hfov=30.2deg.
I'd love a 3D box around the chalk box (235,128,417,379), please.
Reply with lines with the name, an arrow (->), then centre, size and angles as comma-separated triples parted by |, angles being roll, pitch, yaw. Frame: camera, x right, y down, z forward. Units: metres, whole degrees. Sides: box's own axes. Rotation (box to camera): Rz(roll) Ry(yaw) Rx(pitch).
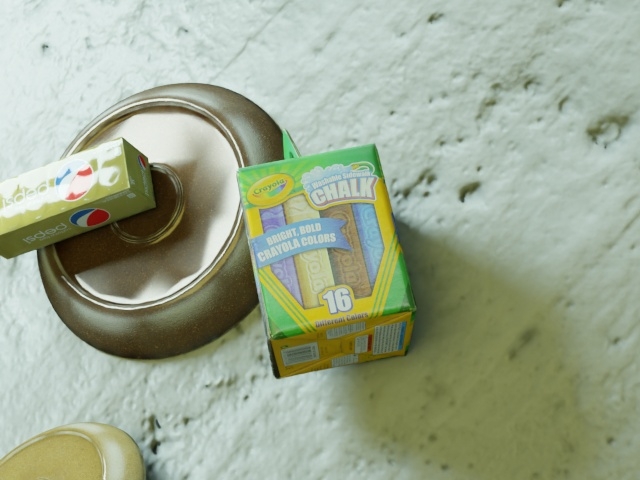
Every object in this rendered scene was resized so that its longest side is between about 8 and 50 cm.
chalk box -> 0.000, 0.000, 1.091 | 0.132, 0.132, 0.213 | -10, 68, -3

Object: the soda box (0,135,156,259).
soda box -> -0.264, -0.041, 1.215 | 0.181, 0.058, 0.061 | -19, 66, 15

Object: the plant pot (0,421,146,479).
plant pot -> -0.271, 0.264, 1.119 | 0.236, 0.032, 0.236 | -22, 38, 19

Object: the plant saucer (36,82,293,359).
plant saucer -> -0.174, -0.032, 1.237 | 0.311, 0.050, 0.310 | -7, 69, 18
